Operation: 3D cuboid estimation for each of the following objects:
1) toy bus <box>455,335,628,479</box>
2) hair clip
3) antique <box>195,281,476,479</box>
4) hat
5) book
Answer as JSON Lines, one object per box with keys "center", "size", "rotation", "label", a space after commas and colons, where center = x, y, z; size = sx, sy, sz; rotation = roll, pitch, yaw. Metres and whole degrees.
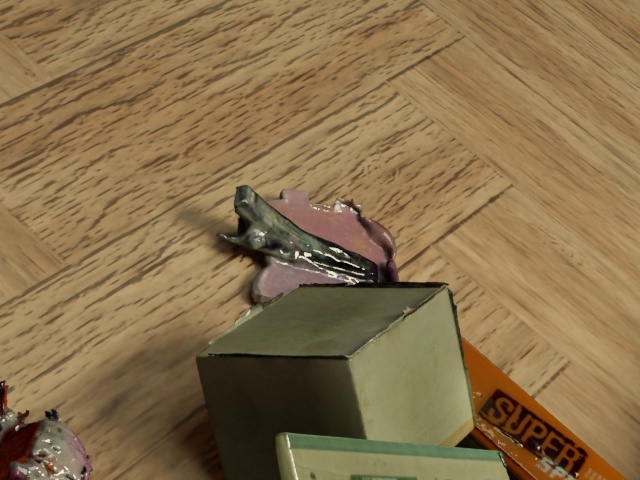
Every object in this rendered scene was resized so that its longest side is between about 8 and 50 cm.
{"center": [0.185, 0.213, 1.479], "size": [0.409, 0.092, 0.093], "rotation": [41, 41, 16], "label": "toy bus"}
{"center": [-0.005, 0.006, 1.635], "size": [0.187, 0.056, 0.146], "rotation": [20, 36, -26], "label": "hair clip"}
{"center": [0.016, 0.118, 1.410], "size": [0.147, 0.148, 0.152], "rotation": [-2, 18, 36], "label": "antique"}
{"center": [-0.157, 0.213, 1.271], "size": [0.227, 0.129, 0.140], "rotation": [41, 12, -15], "label": "hat"}
{"center": [0.075, 0.239, 1.296], "size": [0.283, 0.025, 0.214], "rotation": [11, 60, -54], "label": "book"}
